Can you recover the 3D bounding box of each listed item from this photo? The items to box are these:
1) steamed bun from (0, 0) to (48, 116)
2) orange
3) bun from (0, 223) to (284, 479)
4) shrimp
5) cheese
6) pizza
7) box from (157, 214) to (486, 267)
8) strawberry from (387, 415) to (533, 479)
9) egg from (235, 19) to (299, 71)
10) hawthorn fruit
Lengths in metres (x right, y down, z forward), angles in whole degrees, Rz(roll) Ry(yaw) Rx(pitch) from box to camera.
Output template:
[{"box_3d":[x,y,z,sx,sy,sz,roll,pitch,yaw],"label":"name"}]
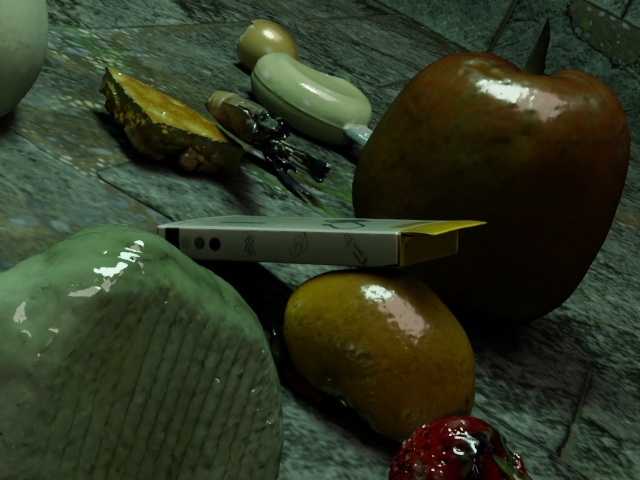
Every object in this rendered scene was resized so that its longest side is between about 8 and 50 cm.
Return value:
[{"box_3d":[-0.371,-0.235,1.013,0.283,0.177,0.283,24,20,-9],"label":"steamed bun"},{"box_3d":[0.050,0.080,0.875,0.170,0.112,0.160,4,28,-24],"label":"orange"},{"box_3d":[-0.118,0.096,0.548,0.126,0.204,0.212,12,-30,38],"label":"bun"},{"box_3d":[-0.050,-0.102,1.213,0.152,0.046,0.219,38,-2,-21],"label":"shrimp"},{"box_3d":[0.010,-0.165,1.499,0.163,0.071,0.249,14,24,-34],"label":"cheese"},{"box_3d":[-0.167,-0.118,1.173,0.175,0.046,0.134,34,17,9],"label":"pizza"},{"box_3d":[0.000,0.000,0.940,0.247,0.033,0.129,2,5,28],"label":"box"},{"box_3d":[0.084,0.163,0.730,0.106,0.106,0.106,24,19,-9],"label":"strawberry"},{"box_3d":[-0.075,-0.278,1.661,0.096,0.080,0.080,26,19,6],"label":"egg"},{"box_3d":[0.182,-0.074,1.140,0.267,0.301,0.268,17,22,-7],"label":"hawthorn fruit"}]
